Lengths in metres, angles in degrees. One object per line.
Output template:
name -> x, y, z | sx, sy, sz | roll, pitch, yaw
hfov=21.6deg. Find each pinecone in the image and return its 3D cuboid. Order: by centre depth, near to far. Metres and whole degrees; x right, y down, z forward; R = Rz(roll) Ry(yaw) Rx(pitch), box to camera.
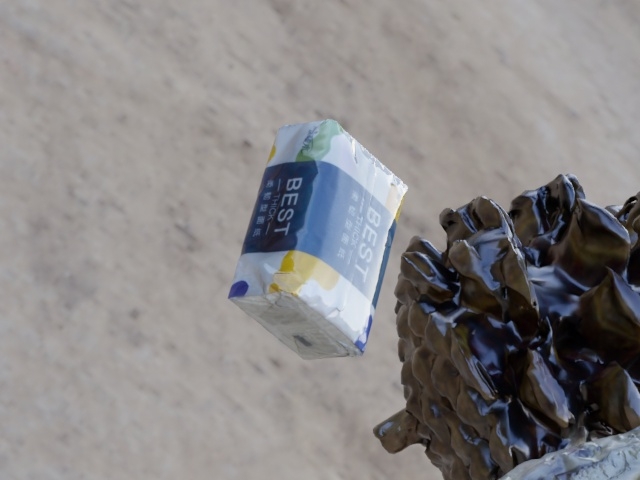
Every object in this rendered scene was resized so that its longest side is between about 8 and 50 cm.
pinecone -> 0.156, 0.069, 1.061 | 0.243, 0.257, 0.243 | 40, -20, 17

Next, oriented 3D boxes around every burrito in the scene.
burrito -> 0.137, 0.119, 0.825 | 0.058, 0.229, 0.063 | 60, 4, -49

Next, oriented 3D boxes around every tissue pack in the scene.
tissue pack -> 0.000, 0.000, 0.695 | 0.062, 0.042, 0.083 | 40, 54, -41
